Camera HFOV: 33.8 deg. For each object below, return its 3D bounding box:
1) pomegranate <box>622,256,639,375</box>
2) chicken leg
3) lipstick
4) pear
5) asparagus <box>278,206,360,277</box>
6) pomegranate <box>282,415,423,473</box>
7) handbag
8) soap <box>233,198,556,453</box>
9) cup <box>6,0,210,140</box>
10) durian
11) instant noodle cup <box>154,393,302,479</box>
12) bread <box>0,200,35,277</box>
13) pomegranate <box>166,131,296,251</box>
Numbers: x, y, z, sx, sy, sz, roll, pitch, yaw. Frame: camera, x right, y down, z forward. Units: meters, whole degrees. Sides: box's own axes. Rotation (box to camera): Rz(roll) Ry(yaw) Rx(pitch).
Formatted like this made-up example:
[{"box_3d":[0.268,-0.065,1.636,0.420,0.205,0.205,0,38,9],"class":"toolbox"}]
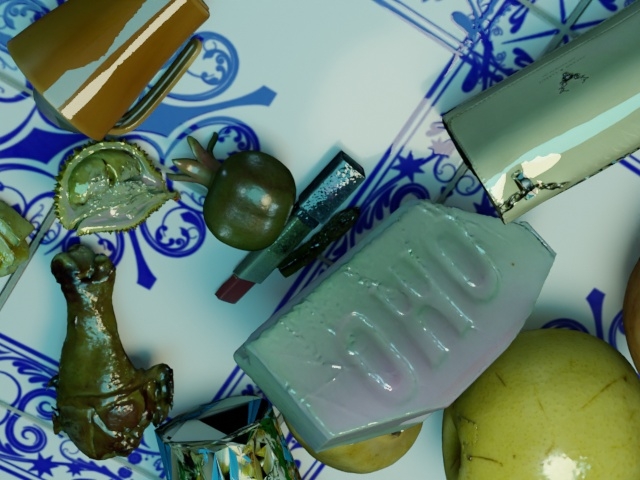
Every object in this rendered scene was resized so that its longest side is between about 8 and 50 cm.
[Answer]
[{"box_3d":[0.654,0.121,1.545,0.410,0.410,0.410,-2,113,-4],"class":"pomegranate"},{"box_3d":[-0.328,0.197,1.654,0.212,0.140,0.361,9,116,1],"class":"chicken leg"},{"box_3d":[-0.052,-0.007,1.635,0.051,0.051,0.312,37,107,-20],"class":"lipstick"},{"box_3d":[0.354,0.306,1.646,0.348,0.348,0.348,-2,113,-4],"class":"pear"},{"box_3d":[0.000,0.000,1.652,0.165,0.030,0.036,-41,83,13],"class":"asparagus"},{"box_3d":[0.052,0.255,1.672,0.233,0.233,0.233,-2,113,-4],"class":"pomegranate"},{"box_3d":[0.368,-0.186,1.487,0.359,0.236,0.160,-30,114,9],"class":"handbag"},{"box_3d":[0.124,0.114,1.535,0.446,0.156,0.261,-39,84,-21],"class":"soap"},{"box_3d":[-0.278,-0.264,1.461,0.264,0.182,0.226,-40,143,6],"class":"cup"},{"box_3d":[-0.304,-0.081,1.569,0.208,0.102,0.146,2,97,-32],"class":"durian"},{"box_3d":[-0.146,0.367,1.705,0.240,0.240,0.178,-14,104,2],"class":"instant noodle cup"},{"box_3d":[-0.514,-0.010,1.593,0.156,0.064,0.117,35,111,-18],"class":"bread"},{"box_3d":[-0.130,-0.075,1.567,0.191,0.131,0.152,29,115,8],"class":"pomegranate"}]
